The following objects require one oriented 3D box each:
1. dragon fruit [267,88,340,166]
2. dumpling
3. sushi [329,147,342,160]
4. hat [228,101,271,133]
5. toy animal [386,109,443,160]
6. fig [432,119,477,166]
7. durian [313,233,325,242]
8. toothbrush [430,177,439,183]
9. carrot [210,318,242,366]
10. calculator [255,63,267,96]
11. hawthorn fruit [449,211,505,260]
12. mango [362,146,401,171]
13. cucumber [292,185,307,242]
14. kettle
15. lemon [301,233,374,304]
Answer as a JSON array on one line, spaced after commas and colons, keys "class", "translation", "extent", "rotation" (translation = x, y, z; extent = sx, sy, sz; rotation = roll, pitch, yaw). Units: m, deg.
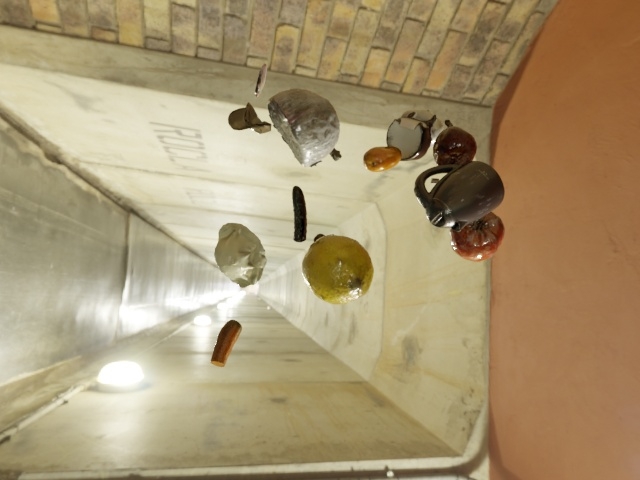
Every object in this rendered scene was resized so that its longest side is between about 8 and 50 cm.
[{"class": "dragon fruit", "translation": [-0.044, -0.446, 1.532], "extent": [0.283, 0.221, 0.204], "rotation": [59, -16, 14]}, {"class": "dumpling", "translation": [-0.291, 0.054, 1.539], "extent": [0.147, 0.192, 0.258], "rotation": [-40, 116, -63]}, {"class": "sushi", "translation": [0.071, -0.441, 2.123], "extent": [0.083, 0.044, 0.046], "rotation": [50, -31, 4]}, {"class": "hat", "translation": [-0.303, -0.483, 1.721], "extent": [0.147, 0.175, 0.085], "rotation": [51, -37, 13]}, {"class": "toy animal", "translation": [0.486, -0.544, 2.127], "extent": [0.250, 0.309, 0.251], "rotation": [20, -56, 33]}, {"class": "fig", "translation": [0.563, -0.442, 1.852], "extent": [0.191, 0.190, 0.290], "rotation": [110, -32, -49]}, {"class": "durian", "translation": [0.000, 0.000, 2.341], "extent": [0.091, 0.080, 0.080], "rotation": [-45, 151, -57]}, {"class": "toothbrush", "translation": [0.618, -0.267, 1.889], "extent": [0.288, 0.024, 0.026], "rotation": [13, -76, 53]}, {"class": "carrot", "translation": [-0.396, 0.423, 1.732], "extent": [0.194, 0.087, 0.087], "rotation": [-64, -179, -31]}, {"class": "calculator", "translation": [-0.271, -0.725, 1.896], "extent": [0.166, 0.024, 0.103], "rotation": [118, -11, -53]}, {"class": "hawthorn fruit", "translation": [0.697, -0.008, 1.872], "extent": [0.272, 0.241, 0.242], "rotation": [68, 16, -58]}, {"class": "mango", "translation": [0.296, -0.390, 1.953], "extent": [0.144, 0.219, 0.113], "rotation": [30, -45, 46]}, {"class": "cucumber", "translation": [-0.109, -0.138, 2.169], "extent": [0.072, 0.081, 0.304], "rotation": [-76, 168, -65]}, {"class": "kettle", "translation": [0.494, -0.172, 1.570], "extent": [0.268, 0.290, 0.207], "rotation": [53, -24, 17]}, {"class": "lemon", "translation": [0.089, 0.147, 2.026], "extent": [0.387, 0.349, 0.350], "rotation": [32, -62, 53]}]
